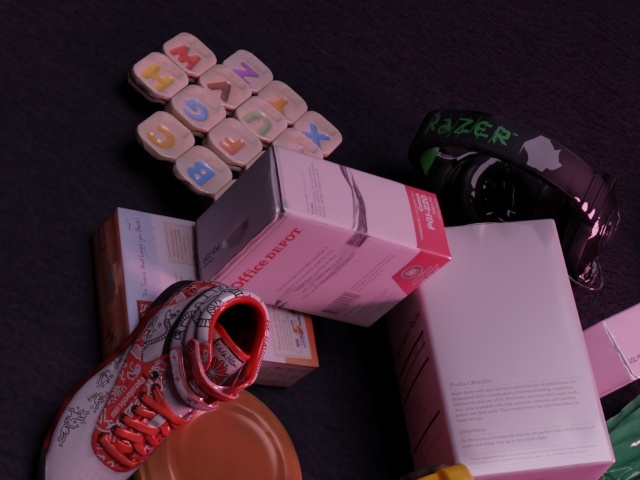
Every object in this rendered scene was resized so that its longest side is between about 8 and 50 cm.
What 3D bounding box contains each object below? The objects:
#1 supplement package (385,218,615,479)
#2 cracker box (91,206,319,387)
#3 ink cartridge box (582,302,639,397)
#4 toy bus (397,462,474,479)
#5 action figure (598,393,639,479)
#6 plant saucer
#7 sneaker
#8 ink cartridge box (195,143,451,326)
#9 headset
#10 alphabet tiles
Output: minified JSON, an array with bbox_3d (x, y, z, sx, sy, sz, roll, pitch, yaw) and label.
[{"bbox_3d":[0.189,0.146,1.706,0.177,0.175,0.293,-4,64,-11],"label":"supplement package"},{"bbox_3d":[-0.122,0.064,1.621,0.232,0.067,0.156,12,56,-34],"label":"cracker box"},{"bbox_3d":[0.329,0.148,1.840,0.139,0.190,0.082,-18,76,-44],"label":"ink cartridge box"},{"bbox_3d":[0.040,0.319,1.494,0.211,0.220,0.149,-1,62,-32],"label":"toy bus"},{"bbox_3d":[0.396,0.255,1.912,0.232,0.063,0.137,-22,71,-35],"label":"action figure"},{"bbox_3d":[-0.098,0.230,1.559,0.200,0.037,0.200,19,54,-29],"label":"plant saucer"},{"bbox_3d":[-0.154,0.148,1.435,0.090,0.145,0.270,46,66,-25],"label":"sneaker"},{"bbox_3d":[0.000,0.000,1.599,0.218,0.158,0.092,14,51,-34],"label":"ink cartridge box"},{"bbox_3d":[0.272,-0.061,1.904,0.394,0.243,0.185,47,65,-47],"label":"headset"},{"bbox_3d":[-0.085,-0.123,1.756,0.284,0.021,0.278,42,36,1],"label":"alphabet tiles"}]
